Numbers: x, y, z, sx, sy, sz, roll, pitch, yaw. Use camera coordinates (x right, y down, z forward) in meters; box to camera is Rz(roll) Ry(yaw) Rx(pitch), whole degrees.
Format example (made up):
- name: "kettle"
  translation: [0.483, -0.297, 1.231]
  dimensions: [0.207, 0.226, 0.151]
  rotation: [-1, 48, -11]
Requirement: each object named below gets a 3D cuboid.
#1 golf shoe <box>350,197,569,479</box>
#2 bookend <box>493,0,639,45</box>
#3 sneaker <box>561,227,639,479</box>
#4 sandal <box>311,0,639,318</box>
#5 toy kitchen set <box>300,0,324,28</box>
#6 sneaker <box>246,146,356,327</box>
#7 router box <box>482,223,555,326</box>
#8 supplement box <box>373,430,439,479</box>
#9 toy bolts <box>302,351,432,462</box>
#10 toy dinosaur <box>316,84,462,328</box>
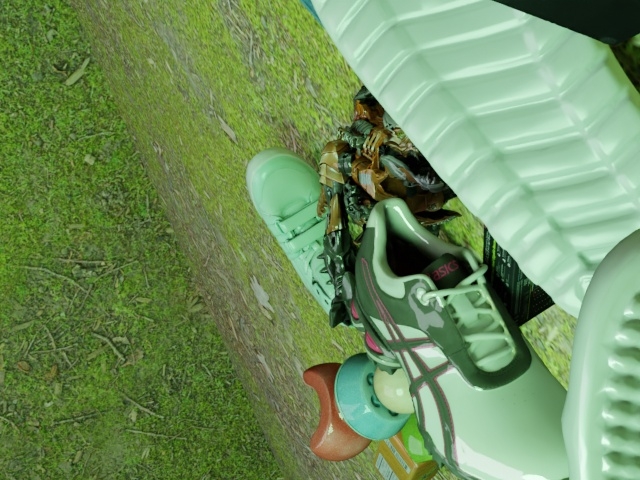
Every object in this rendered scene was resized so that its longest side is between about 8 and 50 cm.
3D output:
- name: "golf shoe"
  translation: [0.101, 0.079, 0.766]
  dimensions: [0.273, 0.105, 0.120]
  rotation: [46, 152, 43]
- name: "bookend"
  translation: [0.120, -0.207, 0.548]
  dimensions: [0.072, 0.156, 0.157]
  rotation: [164, 122, -75]
- name: "sneaker"
  translation: [0.186, 0.140, 0.508]
  dimensions: [0.150, 0.135, 0.365]
  rotation: [-107, -3, -68]
- name: "sandal"
  translation: [0.111, -0.131, 0.686]
  dimensions: [0.416, 0.169, 0.102]
  rotation: [62, -154, -3]
- name: "toy kitchen set"
  translation: [-0.063, -0.270, 0.905]
  dimensions: [0.122, 0.166, 0.207]
  rotation: [54, 164, 27]
- name: "sneaker"
  translation: [0.001, 0.000, 1.338]
  dimensions: [0.256, 0.094, 0.151]
  rotation: [60, 175, -36]
- name: "router box"
  translation: [0.167, 0.004, 0.781]
  dimensions: [0.038, 0.092, 0.122]
  rotation: [51, 162, 34]
- name: "supplement box"
  translation: [0.131, 0.298, 1.492]
  dimensions: [0.080, 0.078, 0.233]
  rotation: [53, 165, 18]
- name: "toy bolts"
  translation: [0.108, 0.128, 1.065]
  dimensions: [0.158, 0.229, 0.218]
  rotation: [-32, 63, 51]
- name: "toy dinosaur"
  translation: [0.066, -0.043, 1.034]
  dimensions: [0.322, 0.164, 0.218]
  rotation: [-40, -63, -86]
